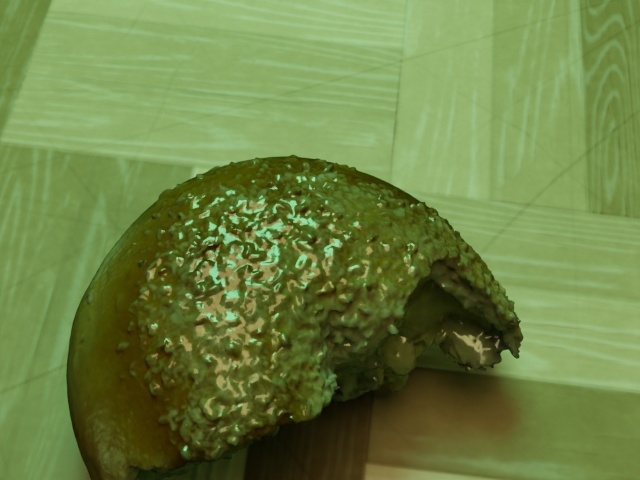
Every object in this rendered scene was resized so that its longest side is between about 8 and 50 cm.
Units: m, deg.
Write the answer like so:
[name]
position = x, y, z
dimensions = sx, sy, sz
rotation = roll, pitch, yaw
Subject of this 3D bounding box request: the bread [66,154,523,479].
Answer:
[bread]
position = -0.024, 0.034, 0.743
dimensions = 0.314, 0.171, 0.192
rotation = -17, 81, -19
